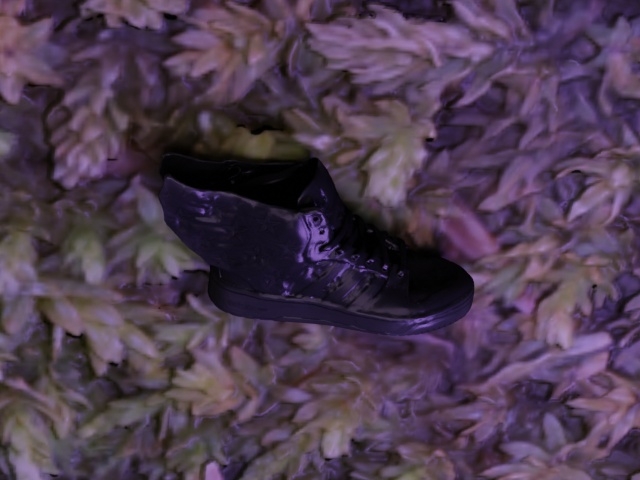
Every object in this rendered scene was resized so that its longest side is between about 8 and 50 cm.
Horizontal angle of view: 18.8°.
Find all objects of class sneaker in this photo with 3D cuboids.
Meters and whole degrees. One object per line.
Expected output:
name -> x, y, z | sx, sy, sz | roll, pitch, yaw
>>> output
sneaker -> 0.000, -0.002, 0.998 | 0.170, 0.051, 0.089 | 3, 127, -5
